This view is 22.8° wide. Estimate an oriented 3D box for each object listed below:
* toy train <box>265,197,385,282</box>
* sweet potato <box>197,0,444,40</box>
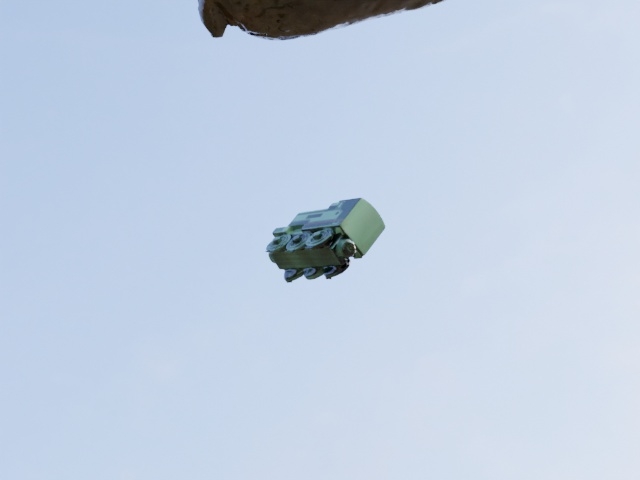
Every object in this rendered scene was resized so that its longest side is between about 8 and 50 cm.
[{"bbox_3d":[0.000,0.000,1.057,0.083,0.053,0.033,-6,-52,52],"label":"toy train"},{"bbox_3d":[0.073,-0.147,0.768,0.273,0.075,0.075,-10,-35,-11],"label":"sweet potato"}]
